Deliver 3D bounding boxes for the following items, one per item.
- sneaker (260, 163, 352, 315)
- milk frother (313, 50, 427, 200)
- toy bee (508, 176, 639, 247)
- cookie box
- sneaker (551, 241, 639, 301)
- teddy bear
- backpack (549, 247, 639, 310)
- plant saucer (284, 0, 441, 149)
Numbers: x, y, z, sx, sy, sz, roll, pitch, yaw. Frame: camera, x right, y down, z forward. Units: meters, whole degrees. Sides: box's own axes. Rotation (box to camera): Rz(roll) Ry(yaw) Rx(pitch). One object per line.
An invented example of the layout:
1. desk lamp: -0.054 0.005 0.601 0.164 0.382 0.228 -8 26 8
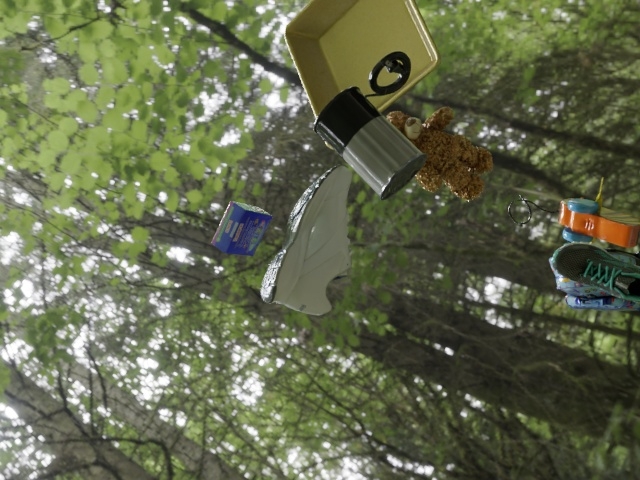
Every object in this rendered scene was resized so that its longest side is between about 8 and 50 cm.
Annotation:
1. sneaker: 0.000 0.000 1.312 0.129 0.111 0.297 28 -113 -12
2. milk frother: 0.091 -0.153 0.977 0.129 0.135 0.143 -27 -21 -52
3. toy bee: 0.643 -0.070 1.805 0.162 0.298 0.195 -21 -39 -46
4. cookie box: -0.148 -0.021 1.409 0.092 0.040 0.107 -63 -23 7
5. sneaker: 0.414 0.048 1.057 0.166 0.076 0.065 17 -80 -2
6. teddy bear: 0.324 -0.244 2.029 0.338 0.113 0.245 44 -104 -6
7. backpack: 0.521 0.071 1.404 0.173 0.158 0.117 10 -100 -45
8. plant saucer: 0.097 -0.413 1.591 0.081 0.332 0.333 -1 -116 -46
